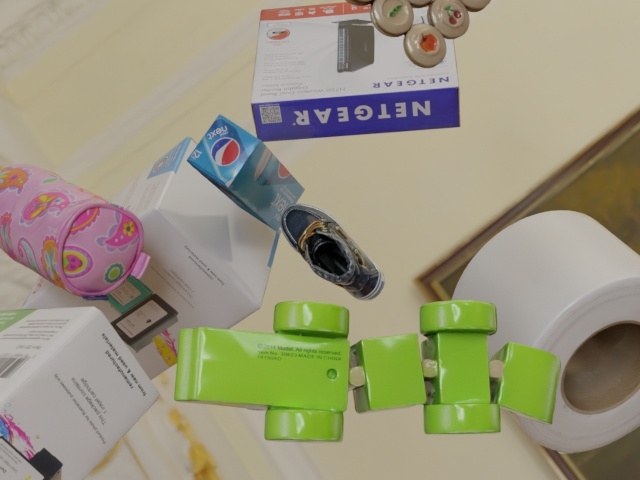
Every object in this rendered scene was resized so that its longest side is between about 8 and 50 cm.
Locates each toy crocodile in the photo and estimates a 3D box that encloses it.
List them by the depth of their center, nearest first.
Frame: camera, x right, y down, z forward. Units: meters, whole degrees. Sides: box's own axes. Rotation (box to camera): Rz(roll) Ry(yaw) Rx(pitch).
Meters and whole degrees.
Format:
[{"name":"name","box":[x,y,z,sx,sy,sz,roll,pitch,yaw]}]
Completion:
[{"name":"toy crocodile","box":[0.046,0.114,0.977,0.341,0.115,0.105,1,-12,-11]}]

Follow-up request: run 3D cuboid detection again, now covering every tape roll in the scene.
[{"name":"tape roll","box":[0.299,0.107,1.378,0.246,0.169,0.246,-12,-58,-20]}]

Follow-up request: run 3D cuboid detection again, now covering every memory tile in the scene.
[{"name":"memory tile","box":[0.089,-0.220,0.942,0.148,0.113,0.012,-51,8,-25]}]

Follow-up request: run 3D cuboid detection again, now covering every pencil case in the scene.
[{"name":"pencil case","box":[-0.321,-0.015,1.408,0.124,0.284,0.124,-11,-71,-35]}]

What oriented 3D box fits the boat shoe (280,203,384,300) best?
[{"name":"boat shoe","box":[0.000,0.000,1.402,0.065,0.183,0.083,-52,-36,3]}]

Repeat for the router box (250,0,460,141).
[{"name":"router box","box":[0.061,-0.296,1.939,0.336,0.301,0.082,-4,-50,4]}]

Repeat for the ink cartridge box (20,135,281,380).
[{"name":"ink cartridge box","box":[-0.227,0.039,1.573,0.270,0.197,0.198,-34,22,26]}]

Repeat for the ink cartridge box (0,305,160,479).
[{"name":"ink cartridge box","box":[-0.314,0.190,1.031,0.201,0.117,0.278,-5,33,46]}]

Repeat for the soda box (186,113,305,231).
[{"name":"soda box","box":[-0.088,-0.080,1.436,0.071,0.067,0.210,-55,-19,-4]}]
